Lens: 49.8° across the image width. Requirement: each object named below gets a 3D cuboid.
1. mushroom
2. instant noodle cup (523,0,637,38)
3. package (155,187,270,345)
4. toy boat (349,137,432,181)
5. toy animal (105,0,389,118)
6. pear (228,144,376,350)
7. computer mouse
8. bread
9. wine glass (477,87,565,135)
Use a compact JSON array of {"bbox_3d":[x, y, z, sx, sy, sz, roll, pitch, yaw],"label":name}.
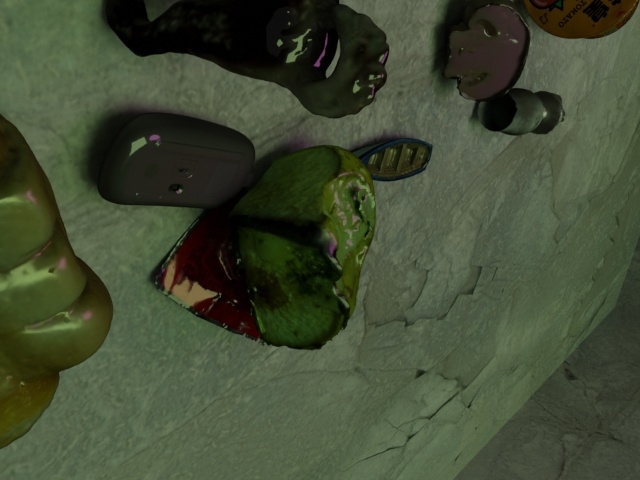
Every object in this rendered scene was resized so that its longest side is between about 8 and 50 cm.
[{"bbox_3d":[0.290,-0.343,1.206,0.117,0.141,0.188,-74,167,-49],"label":"mushroom"},{"bbox_3d":[0.512,-0.482,1.313,0.172,0.216,0.215,-10,124,-59],"label":"instant noodle cup"},{"bbox_3d":[-0.111,0.055,1.042,0.194,0.071,0.269,-62,145,-21],"label":"package"},{"bbox_3d":[0.117,-0.142,1.197,0.229,0.046,0.080,-13,126,-46],"label":"toy boat"},{"bbox_3d":[-0.014,-0.303,0.682,0.194,0.303,0.344,1,116,-55],"label":"toy animal"},{"bbox_3d":[0.000,0.000,1.001,0.255,0.164,0.238,-60,147,-47],"label":"pear"},{"bbox_3d":[-0.174,-0.094,0.850,0.232,0.057,0.120,-2,127,-55],"label":"computer mouse"},{"bbox_3d":[-0.356,0.043,0.597,0.300,0.210,0.341,-34,140,-15],"label":"bread"},{"bbox_3d":[0.418,-0.266,1.433,0.222,0.103,0.103,-12,124,-48],"label":"wine glass"}]
